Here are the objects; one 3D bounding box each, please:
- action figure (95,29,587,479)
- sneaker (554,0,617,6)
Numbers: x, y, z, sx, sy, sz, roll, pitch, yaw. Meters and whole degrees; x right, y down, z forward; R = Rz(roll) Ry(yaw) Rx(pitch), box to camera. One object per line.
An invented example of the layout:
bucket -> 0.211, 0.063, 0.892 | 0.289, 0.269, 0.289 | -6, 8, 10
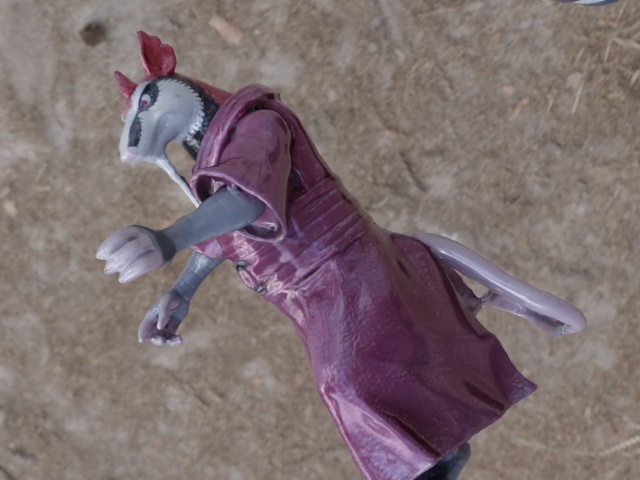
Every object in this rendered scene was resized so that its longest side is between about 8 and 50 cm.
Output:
action figure -> 0.000, 0.000, 0.786 | 0.370, 0.276, 0.248 | 55, 170, -7
sneaker -> 0.239, -0.291, 0.984 | 0.153, 0.099, 0.282 | 5, 161, -17
